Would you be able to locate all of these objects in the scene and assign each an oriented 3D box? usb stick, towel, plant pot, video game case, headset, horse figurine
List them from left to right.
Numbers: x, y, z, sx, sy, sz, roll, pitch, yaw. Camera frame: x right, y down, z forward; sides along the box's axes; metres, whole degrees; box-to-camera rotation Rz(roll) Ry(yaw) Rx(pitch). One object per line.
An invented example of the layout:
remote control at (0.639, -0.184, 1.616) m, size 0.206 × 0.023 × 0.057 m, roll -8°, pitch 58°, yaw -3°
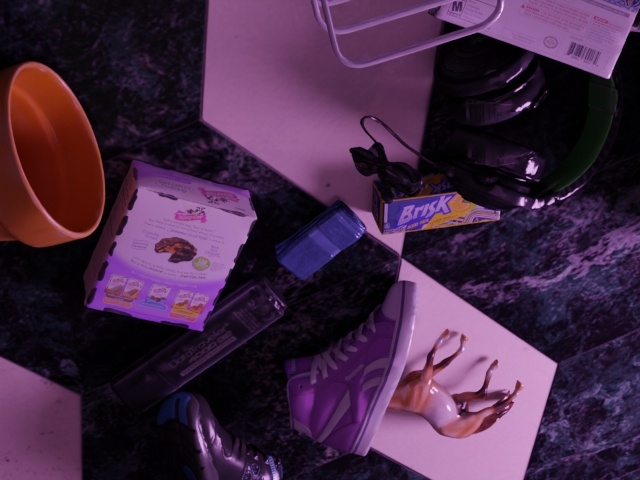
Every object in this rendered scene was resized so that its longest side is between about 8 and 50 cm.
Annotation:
plant pot at (-0.378, -0.079, 1.290) m, size 0.187 × 0.205 × 0.205 m, roll -15°, pitch 129°, yaw 15°
usb stick at (-0.174, 0.147, 1.590) m, size 0.278 × 0.045 × 0.077 m, roll -35°, pitch 118°, yaw 11°
towel at (0.000, 0.000, 1.541) m, size 0.119 × 0.029 × 0.067 m, roll -38°, pitch 125°, yaw 12°
horse figurine at (0.197, 0.236, 1.742) m, size 0.263 × 0.066 × 0.174 m, roll 35°, pitch 104°, yaw -30°
headset at (0.222, -0.136, 1.385) m, size 0.394 × 0.185 × 0.244 m, roll -15°, pitch 115°, yaw -22°
video game case at (0.263, -0.317, 1.276) m, size 0.232 × 0.042 × 0.210 m, roll 15°, pitch 105°, yaw -16°

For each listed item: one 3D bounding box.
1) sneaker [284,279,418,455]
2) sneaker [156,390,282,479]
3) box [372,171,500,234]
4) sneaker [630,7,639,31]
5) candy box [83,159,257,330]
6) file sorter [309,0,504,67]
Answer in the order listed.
sneaker at (0.036, 0.171, 1.632) m, size 0.161 × 0.102 × 0.282 m, roll 20°, pitch 105°, yaw -2°
sneaker at (-0.141, 0.340, 1.714) m, size 0.139 × 0.125 × 0.341 m, roll -35°, pitch 129°, yaw -24°
box at (0.157, -0.054, 1.529) m, size 0.168 × 0.054 × 0.059 m, roll -7°, pitch 126°, yaw -9°
sneaker at (0.313, -0.311, 1.374) m, size 0.208 × 0.094 × 0.081 m, roll 33°, pitch 85°, yaw -10°
candy box at (-0.197, 0.010, 1.468) m, size 0.164 × 0.070 × 0.196 m, roll 15°, pitch 120°, yaw -24°
file sorter at (0.054, -0.334, 1.165) m, size 0.192 × 0.278 × 0.173 m, roll -18°, pitch 132°, yaw -2°
